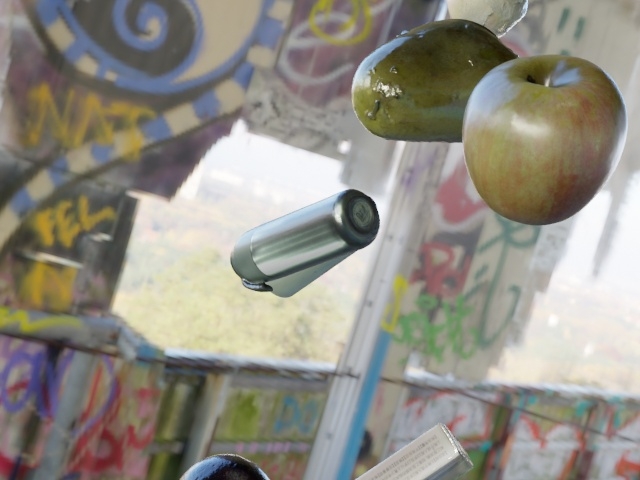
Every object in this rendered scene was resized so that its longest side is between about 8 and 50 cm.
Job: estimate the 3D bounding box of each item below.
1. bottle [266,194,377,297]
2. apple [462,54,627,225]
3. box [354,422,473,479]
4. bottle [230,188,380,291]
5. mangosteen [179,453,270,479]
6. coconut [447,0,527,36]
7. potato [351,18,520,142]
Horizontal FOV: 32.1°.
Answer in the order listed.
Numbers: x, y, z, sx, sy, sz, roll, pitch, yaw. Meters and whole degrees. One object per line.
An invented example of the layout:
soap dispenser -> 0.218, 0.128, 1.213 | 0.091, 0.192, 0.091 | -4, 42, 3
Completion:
bottle -> 0.000, 0.000, 1.910 | 0.104, 0.104, 0.245 | 14, -40, -44
apple -> 0.344, -0.154, 1.719 | 0.257, 0.234, 0.257 | -6, 29, 4
box -> 0.092, 0.439, 1.870 | 0.065, 0.343, 0.200 | 56, 1, 23
bottle -> -0.027, 0.006, 1.480 | 0.079, 0.096, 0.254 | 11, -20, -38
mangosteen -> -0.160, 0.474, 1.886 | 0.194, 0.194, 0.230 | 16, 23, -17
coconut -> 0.351, -0.506, 2.398 | 0.171, 0.171, 0.183 | 16, -36, -26
potato -> 0.221, -0.304, 2.145 | 0.359, 0.219, 0.270 | -7, 42, -23
